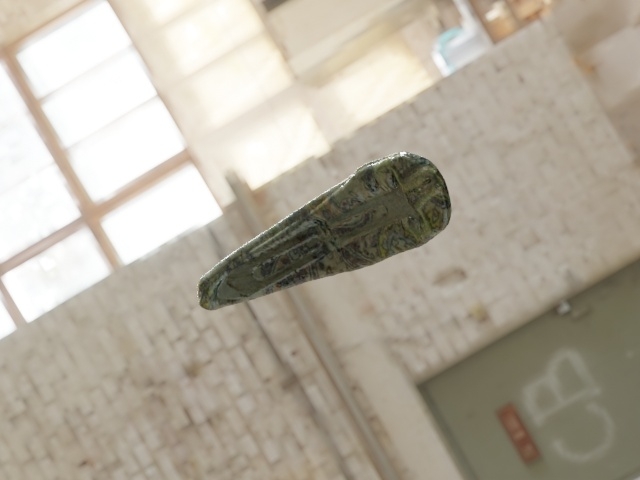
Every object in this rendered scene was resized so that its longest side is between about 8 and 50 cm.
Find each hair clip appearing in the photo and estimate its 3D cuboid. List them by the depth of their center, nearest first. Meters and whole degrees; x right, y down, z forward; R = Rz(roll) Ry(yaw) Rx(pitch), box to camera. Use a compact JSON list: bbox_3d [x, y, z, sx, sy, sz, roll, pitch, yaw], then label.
[{"bbox_3d":[0.001,-0.001,1.134,0.066,0.229,0.036,58,-144,-9],"label":"hair clip"}]
